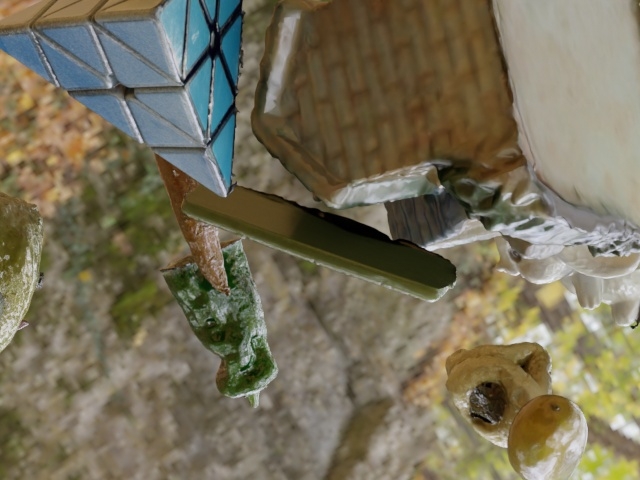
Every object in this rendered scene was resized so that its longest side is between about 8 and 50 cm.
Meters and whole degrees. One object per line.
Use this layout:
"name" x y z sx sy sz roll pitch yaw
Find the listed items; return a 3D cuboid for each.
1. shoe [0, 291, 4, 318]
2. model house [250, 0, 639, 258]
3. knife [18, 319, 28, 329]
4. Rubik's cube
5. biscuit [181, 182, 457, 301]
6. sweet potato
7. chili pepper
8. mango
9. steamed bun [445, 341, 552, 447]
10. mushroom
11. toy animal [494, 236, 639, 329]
"shoe" -0.436 0.122 1.615 0.100 0.103 0.251 15 -157 6
"model house" 0.151 -0.140 1.719 0.400 0.395 0.445 -12 179 33
"knife" -0.487 0.135 1.822 0.247 0.035 0.018 -18 -156 -8
"Rubik's cube" -0.169 -0.206 1.496 0.233 0.229 0.228 3 136 -43
"biscuit" 0.000 0.000 1.658 0.322 0.038 0.099 20 -154 8
"sweet potato" -0.189 -0.066 2.091 0.066 0.314 0.072 -15 -176 21
"chili pepper" -0.144 0.142 2.311 0.136 0.270 0.099 -28 -167 -34
"mango" 0.329 0.298 2.112 0.130 0.194 0.092 -33 -131 -26
"steamed bun" 0.271 0.229 2.302 0.172 0.155 0.141 -77 -172 -53
"mushroom" -0.462 0.013 1.772 0.217 0.212 0.292 5 -125 5
"toy animal" 0.430 0.013 2.434 0.249 0.289 0.174 33 -78 43
